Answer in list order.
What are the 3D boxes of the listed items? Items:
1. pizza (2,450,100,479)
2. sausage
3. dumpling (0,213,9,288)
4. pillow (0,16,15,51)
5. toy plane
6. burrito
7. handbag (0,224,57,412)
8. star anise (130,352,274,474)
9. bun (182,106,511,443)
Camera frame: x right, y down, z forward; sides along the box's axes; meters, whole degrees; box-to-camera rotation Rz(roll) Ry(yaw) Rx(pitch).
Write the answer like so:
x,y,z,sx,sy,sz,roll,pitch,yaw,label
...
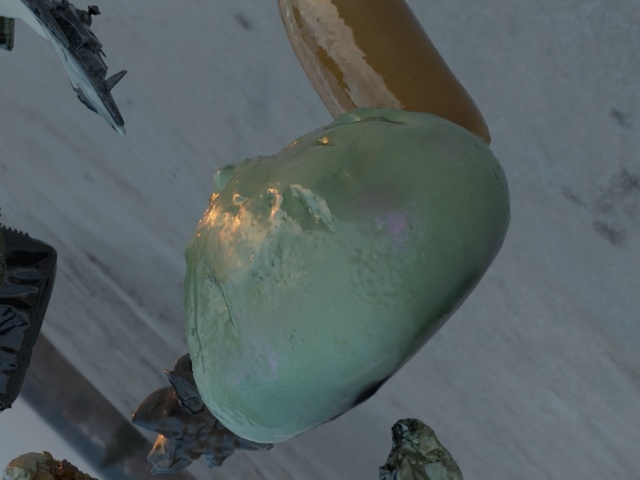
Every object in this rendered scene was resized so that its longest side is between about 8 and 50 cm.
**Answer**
x,y,z,sx,sy,sz,roll,pitch,yaw,label
-0.319,0.387,1.394,0.226,0.086,0.335,41,169,31,pizza
0.042,-0.201,1.056,0.134,0.116,0.354,-49,59,33,sausage
-0.404,-0.088,0.975,0.332,0.166,0.086,48,157,-11,dumpling
-0.402,-0.310,1.187,0.113,0.038,0.203,16,142,-16,pillow
-0.252,-0.205,1.025,0.234,0.082,0.160,42,-178,16,toy plane
0.090,0.236,0.809,0.058,0.063,0.230,19,134,38,burrito
-0.496,0.080,1.295,0.275,0.244,0.088,18,173,-24,handbag
-0.167,0.282,1.721,0.315,0.315,0.108,60,180,-40,star anise
0.000,0.000,0.750,0.179,0.283,0.283,46,163,-9,bun
